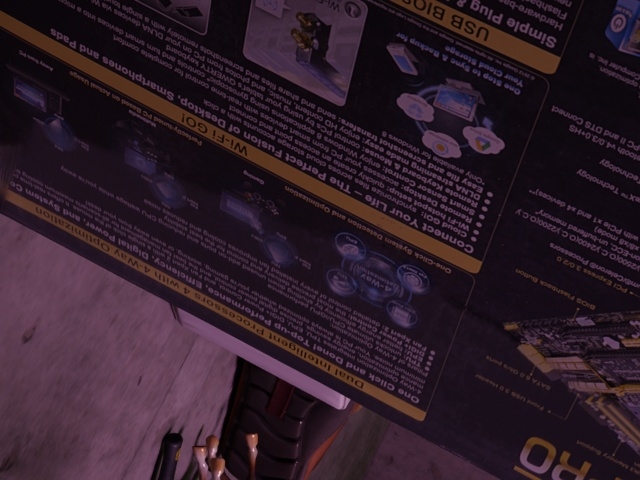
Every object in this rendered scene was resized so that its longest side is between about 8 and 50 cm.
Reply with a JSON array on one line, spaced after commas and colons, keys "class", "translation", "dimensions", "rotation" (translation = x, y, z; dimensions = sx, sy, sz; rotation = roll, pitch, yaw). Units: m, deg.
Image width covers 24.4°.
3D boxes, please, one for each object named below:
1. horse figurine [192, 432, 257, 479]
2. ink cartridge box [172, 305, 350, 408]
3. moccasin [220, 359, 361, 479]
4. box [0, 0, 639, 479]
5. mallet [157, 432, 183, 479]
[{"class": "horse figurine", "translation": [-0.097, 0.267, 1.337], "dimensions": [0.263, 0.066, 0.174], "rotation": [-2, 96, -85]}, {"class": "ink cartridge box", "translation": [0.000, 0.000, 1.098], "dimensions": [0.203, 0.148, 0.086], "rotation": [-60, 171, -18]}, {"class": "moccasin", "translation": [0.010, 0.102, 1.413], "dimensions": [0.147, 0.139, 0.380], "rotation": [-56, 167, -41]}, {"class": "box", "translation": [0.051, -0.059, 0.526], "dimensions": [0.097, 0.395, 0.318], "rotation": [-53, 164, -41]}, {"class": "mallet", "translation": [-0.142, 0.244, 1.309], "dimensions": [0.062, 0.039, 0.190], "rotation": [-46, 155, -65]}]
